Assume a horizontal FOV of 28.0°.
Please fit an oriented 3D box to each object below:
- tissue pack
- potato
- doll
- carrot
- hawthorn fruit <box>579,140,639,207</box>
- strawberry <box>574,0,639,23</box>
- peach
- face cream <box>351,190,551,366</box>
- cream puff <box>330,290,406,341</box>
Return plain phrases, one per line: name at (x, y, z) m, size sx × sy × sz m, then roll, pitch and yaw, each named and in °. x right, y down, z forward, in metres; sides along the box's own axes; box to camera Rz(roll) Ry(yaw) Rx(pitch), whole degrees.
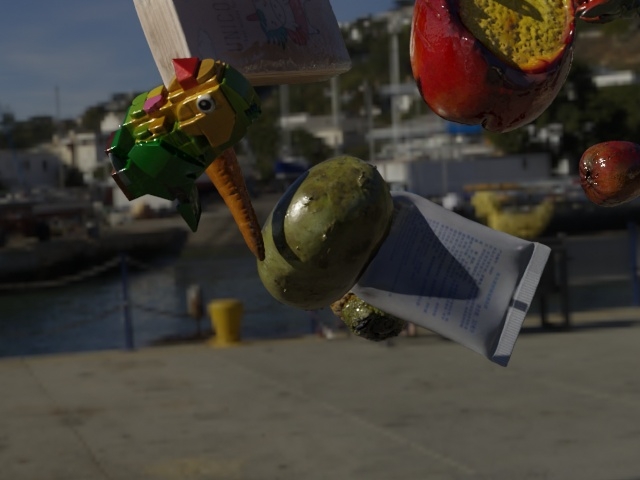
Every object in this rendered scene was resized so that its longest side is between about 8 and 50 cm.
tissue pack at (-0.100, -0.291, 1.729) m, size 0.071 × 0.170 × 0.325 m, roll -22°, pitch -6°, yaw 39°
potato at (0.000, 0.000, 2.038) m, size 0.210 × 0.173 × 0.307 m, roll -45°, pitch -12°, yaw -38°
doll at (-0.141, -0.109, 1.355) m, size 0.134 × 0.186 × 0.106 m, roll 31°, pitch 34°, yaw -15°
carrot at (-0.136, -0.088, 1.913) m, size 0.061 × 0.257 × 0.061 m, roll -28°, pitch -2°, yaw -1°
hawthorn fruit at (0.311, -0.072, 1.354) m, size 0.077 × 0.077 × 0.077 m, roll -3°, pitch 3°, yaw 0°
strawberry at (0.398, -0.419, 1.815) m, size 0.098 × 0.228 × 0.174 m, roll -5°, pitch -4°, yaw 34°
peach at (0.194, -0.240, 1.439) m, size 0.189 × 0.226 × 0.196 m, roll 18°, pitch 26°, yaw 19°
face cream at (0.184, 0.038, 2.300) m, size 0.420 × 0.235 × 0.137 m, roll 23°, pitch -11°, yaw -2°
cream puff at (0.096, 0.123, 2.518) m, size 0.183 × 0.169 × 0.183 m, roll -7°, pitch -41°, yaw -6°
